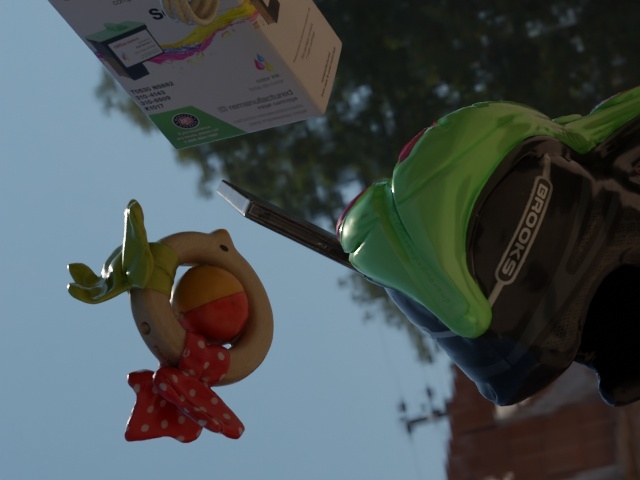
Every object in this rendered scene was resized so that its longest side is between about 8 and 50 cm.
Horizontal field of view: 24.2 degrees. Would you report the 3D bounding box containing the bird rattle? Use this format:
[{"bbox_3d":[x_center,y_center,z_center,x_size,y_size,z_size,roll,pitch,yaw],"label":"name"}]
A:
[{"bbox_3d":[-0.124,0.076,1.477,0.207,0.143,0.253,-19,-110,-46],"label":"bird rattle"}]

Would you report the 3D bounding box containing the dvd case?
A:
[{"bbox_3d":[0.000,0.000,1.224,0.018,0.165,0.221,-63,11,1],"label":"dvd case"}]

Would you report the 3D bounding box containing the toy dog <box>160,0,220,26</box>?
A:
[{"bbox_3d":[-0.041,-0.346,1.297,0.220,0.161,0.333,44,-116,-61],"label":"toy dog"}]

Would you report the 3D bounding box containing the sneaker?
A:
[{"bbox_3d":[0.202,0.010,1.026,0.483,0.185,0.202,-14,-111,-48],"label":"sneaker"}]

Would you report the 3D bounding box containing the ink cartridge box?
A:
[{"bbox_3d":[-0.136,-0.240,1.574,0.278,0.201,0.117,50,-140,-40],"label":"ink cartridge box"}]
